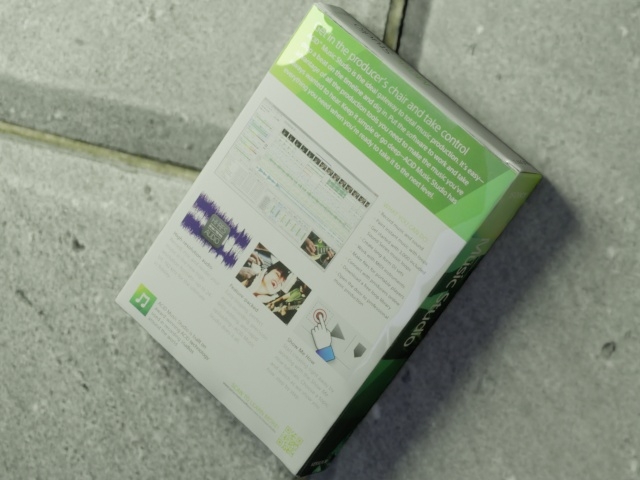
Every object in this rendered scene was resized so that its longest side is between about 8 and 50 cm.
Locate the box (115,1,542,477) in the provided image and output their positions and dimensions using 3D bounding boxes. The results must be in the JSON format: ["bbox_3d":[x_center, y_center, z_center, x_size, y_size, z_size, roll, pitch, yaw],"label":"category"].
[{"bbox_3d":[0.000,0.000,1.567,0.232,0.058,0.322,42,110,20],"label":"box"}]
